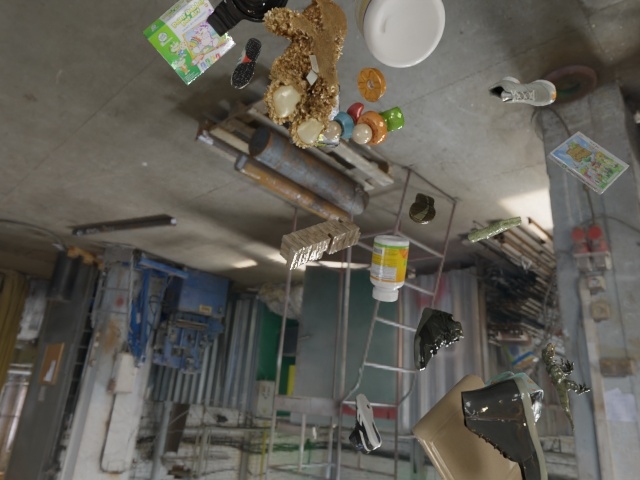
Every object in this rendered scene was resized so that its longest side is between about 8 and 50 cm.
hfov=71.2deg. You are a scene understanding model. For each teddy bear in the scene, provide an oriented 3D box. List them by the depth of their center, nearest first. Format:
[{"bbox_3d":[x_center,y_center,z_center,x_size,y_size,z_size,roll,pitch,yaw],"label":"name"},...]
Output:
[{"bbox_3d":[-0.037,-0.356,0.934,0.113,0.337,0.245,-6,168,40],"label":"teddy bear"}]

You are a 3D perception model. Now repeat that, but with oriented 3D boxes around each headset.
[{"bbox_3d":[-0.077,-0.539,0.934,0.394,0.243,0.185,-12,130,47],"label":"headset"}]

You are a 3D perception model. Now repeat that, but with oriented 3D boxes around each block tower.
[{"bbox_3d":[0.000,0.000,1.658,0.336,0.097,0.090,-21,140,-39],"label":"block tower"}]

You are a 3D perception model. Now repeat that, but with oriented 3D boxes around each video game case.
[{"bbox_3d":[0.852,-0.253,1.421,0.212,0.193,0.023,-32,156,-32],"label":"video game case"}]

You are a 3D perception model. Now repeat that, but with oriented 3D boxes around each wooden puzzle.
[{"bbox_3d":[0.317,0.432,0.918,0.221,0.238,0.044,-26,168,-36],"label":"wooden puzzle"}]

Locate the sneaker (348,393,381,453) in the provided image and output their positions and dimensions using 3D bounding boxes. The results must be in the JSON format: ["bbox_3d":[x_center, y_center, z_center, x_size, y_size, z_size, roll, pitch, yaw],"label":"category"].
[{"bbox_3d":[0.151,0.727,1.765,0.079,0.216,0.121,29,119,-36],"label":"sneaker"}]

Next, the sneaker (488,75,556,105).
[{"bbox_3d":[0.770,-0.563,1.729,0.121,0.099,0.262,-28,-146,-22],"label":"sneaker"}]

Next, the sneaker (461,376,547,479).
[{"bbox_3d":[0.330,0.362,0.815,0.118,0.221,0.083,-13,-177,10],"label":"sneaker"}]

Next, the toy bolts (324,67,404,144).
[{"bbox_3d":[0.102,-0.386,1.359,0.159,0.218,0.229,-31,-164,-28],"label":"toy bolts"}]

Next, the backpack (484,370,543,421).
[{"bbox_3d":[0.578,0.484,1.355,0.166,0.144,0.188,-20,136,-9],"label":"backpack"}]

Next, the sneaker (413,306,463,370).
[{"bbox_3d":[0.360,0.302,1.368,0.131,0.227,0.087,4,128,28],"label":"sneaker"}]

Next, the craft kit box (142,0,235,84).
[{"bbox_3d":[-0.465,-0.731,1.617,0.250,0.061,0.246,-41,151,1],"label":"craft kit box"}]

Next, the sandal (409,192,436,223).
[{"bbox_3d":[0.345,-0.102,1.540,0.090,0.219,0.060,23,120,2],"label":"sandal"}]

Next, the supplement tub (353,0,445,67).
[{"bbox_3d":[0.233,-0.712,1.407,0.241,0.331,0.240,-3,129,-3],"label":"supplement tub"}]

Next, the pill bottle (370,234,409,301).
[{"bbox_3d":[0.269,0.110,1.772,0.137,0.245,0.136,5,-168,-1],"label":"pill bottle"}]

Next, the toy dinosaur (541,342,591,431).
[{"bbox_3d":[0.781,0.450,1.423,0.118,0.267,0.064,-13,170,-23],"label":"toy dinosaur"}]

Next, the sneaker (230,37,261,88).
[{"bbox_3d":[-0.229,-0.537,1.378,0.057,0.161,0.075,22,-178,-16],"label":"sneaker"}]

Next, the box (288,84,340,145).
[{"bbox_3d":[-0.025,-0.541,1.903,0.217,0.269,0.060,2,178,-24],"label":"box"}]

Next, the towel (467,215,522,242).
[{"bbox_3d":[0.467,-0.030,1.190,0.148,0.027,0.110,-10,166,-47],"label":"towel"}]
